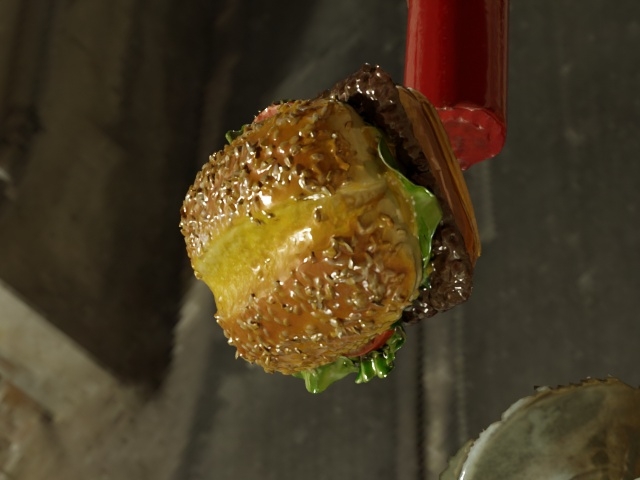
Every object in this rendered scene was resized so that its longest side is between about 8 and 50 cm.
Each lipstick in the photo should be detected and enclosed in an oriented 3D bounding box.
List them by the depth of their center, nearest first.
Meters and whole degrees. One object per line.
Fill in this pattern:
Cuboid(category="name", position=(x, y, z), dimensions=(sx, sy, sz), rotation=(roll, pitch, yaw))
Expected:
Cuboid(category="lipstick", position=(0.094, -0.175, 1.314), dimensions=(0.073, 0.073, 0.279), rotation=(-23, 45, 33))

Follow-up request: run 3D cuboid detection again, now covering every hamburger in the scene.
Cuboid(category="hamburger", position=(0.000, 0.000, 0.886), dimensions=(0.087, 0.137, 0.166), rotation=(-23, -3, -32))

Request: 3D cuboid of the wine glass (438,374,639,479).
Cuboid(category="wine glass", position=(0.218, 0.237, 1.233), dimensions=(0.238, 0.238, 0.323), rotation=(-46, 24, 5))
